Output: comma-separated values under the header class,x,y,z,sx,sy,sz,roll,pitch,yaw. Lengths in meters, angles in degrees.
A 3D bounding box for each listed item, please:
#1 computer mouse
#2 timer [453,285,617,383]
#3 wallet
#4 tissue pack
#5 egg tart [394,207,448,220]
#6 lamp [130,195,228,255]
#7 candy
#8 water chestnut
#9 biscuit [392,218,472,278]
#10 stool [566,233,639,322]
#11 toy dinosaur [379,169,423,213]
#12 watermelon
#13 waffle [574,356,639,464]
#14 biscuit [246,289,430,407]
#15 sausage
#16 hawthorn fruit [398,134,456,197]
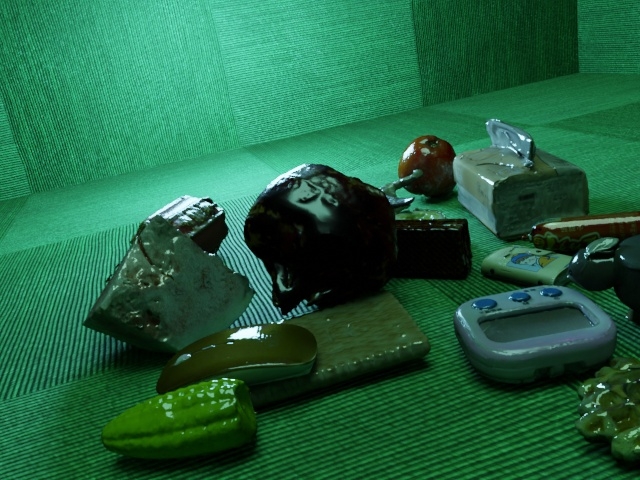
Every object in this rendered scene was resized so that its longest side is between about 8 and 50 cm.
class,x,y,z,sx,sy,sz,roll,pitch,yaw
computer mouse,-0.126,0.175,0.908,0.245,0.056,0.126,-12,20,5
timer,0.309,0.135,0.897,0.208,0.069,0.191,-9,19,0
wallet,0.396,0.046,1.145,0.110,0.040,0.155,-25,25,-34
tissue pack,0.453,-0.160,1.422,0.238,0.239,0.305,-10,19,0
egg tart,0.224,-0.021,1.369,0.197,0.078,0.197,-7,20,3
lamp,-0.340,-0.008,1.494,0.176,0.177,0.274,-3,22,20
candy,-0.189,0.243,0.808,0.209,0.097,0.097,-12,19,4
water chestnut,0.000,0.000,1.125,0.288,0.289,0.244,-7,19,10
biscuit,0.118,0.014,1.273,0.387,0.108,0.073,0,21,27
stool,0.495,0.063,0.895,0.153,0.140,0.227,-23,24,-34
toy dinosaur,0.143,-0.079,1.502,0.162,0.077,0.294,-30,-5,-43
watermelon,-0.294,0.096,1.117,0.309,0.232,0.193,13,60,15
waffle,0.410,0.195,0.698,0.223,0.054,0.204,6,25,37
biscuit,-0.005,0.172,0.979,0.324,0.044,0.217,-16,22,-8
sausage,0.535,-0.016,1.202,0.263,0.083,0.083,-5,20,19
hawthorn fruit,0.304,-0.205,1.702,0.172,0.173,0.173,-9,19,3
